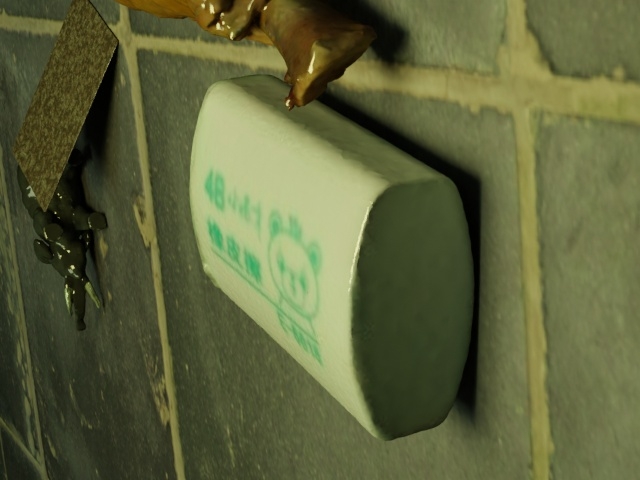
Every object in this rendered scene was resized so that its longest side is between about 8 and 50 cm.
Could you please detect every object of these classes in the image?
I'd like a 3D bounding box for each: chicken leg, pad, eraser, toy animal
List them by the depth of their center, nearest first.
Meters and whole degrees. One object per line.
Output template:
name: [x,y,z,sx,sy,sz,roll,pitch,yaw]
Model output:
eraser: [0.000,0.000,1.033,0.290,0.104,0.189,37,129,57]
chicken leg: [-0.079,-0.264,1.052,0.409,0.182,0.295,51,128,42]
pad: [-0.311,-0.170,1.683,0.158,0.003,0.235,52,122,48]
toy animal: [-0.331,-0.015,1.817,0.137,0.082,0.270,167,89,-70]
